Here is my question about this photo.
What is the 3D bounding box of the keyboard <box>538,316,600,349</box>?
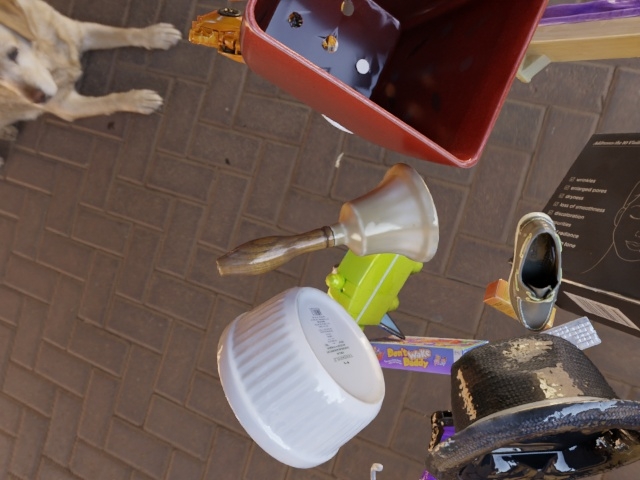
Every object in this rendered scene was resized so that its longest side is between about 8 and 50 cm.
[{"bbox_3d":[0.528,0.261,1.169,0.256,0.014,0.072,-30,88,26],"label":"keyboard"}]

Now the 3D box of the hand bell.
[{"bbox_3d":[0.000,0.000,0.562,0.242,0.126,0.126,-17,77,-16],"label":"hand bell"}]

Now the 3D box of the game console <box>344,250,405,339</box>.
[{"bbox_3d":[0.183,0.180,1.681,0.173,0.293,0.250,-1,100,-7],"label":"game console"}]

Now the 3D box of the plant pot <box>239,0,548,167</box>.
[{"bbox_3d":[0.057,-0.256,0.554,0.267,0.235,0.267,26,87,-23],"label":"plant pot"}]

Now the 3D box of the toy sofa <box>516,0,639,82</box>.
[{"bbox_3d":[0.550,-0.425,0.956,0.362,0.150,0.177,22,97,49],"label":"toy sofa"}]

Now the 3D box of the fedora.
[{"bbox_3d":[0.288,0.227,0.664,0.334,0.334,0.153,-23,47,16],"label":"fedora"}]

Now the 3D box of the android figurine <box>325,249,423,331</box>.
[{"bbox_3d":[0.090,0.053,0.779,0.056,0.273,0.248,34,97,27],"label":"android figurine"}]

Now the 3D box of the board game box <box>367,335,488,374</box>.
[{"bbox_3d":[0.338,0.365,1.571,0.347,0.233,0.078,-4,84,36],"label":"board game box"}]

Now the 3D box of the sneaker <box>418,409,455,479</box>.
[{"bbox_3d":[0.307,0.488,1.163,0.293,0.102,0.146,-49,62,11],"label":"sneaker"}]

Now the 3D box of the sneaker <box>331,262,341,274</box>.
[{"bbox_3d":[0.085,0.220,1.863,0.090,0.270,0.145,0,45,-5],"label":"sneaker"}]

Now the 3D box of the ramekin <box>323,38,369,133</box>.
[{"bbox_3d":[0.119,-0.413,1.202,0.277,0.277,0.135,-12,46,18],"label":"ramekin"}]

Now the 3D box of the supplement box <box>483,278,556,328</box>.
[{"bbox_3d":[0.690,0.225,1.680,0.233,0.078,0.080,26,64,-6],"label":"supplement box"}]

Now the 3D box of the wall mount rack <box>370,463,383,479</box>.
[{"bbox_3d":[0.290,0.617,1.189,0.304,0.350,0.131,-19,68,61],"label":"wall mount rack"}]

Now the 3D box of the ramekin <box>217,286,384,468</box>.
[{"bbox_3d":[-0.014,0.154,0.595,0.109,0.207,0.207,-39,73,18],"label":"ramekin"}]

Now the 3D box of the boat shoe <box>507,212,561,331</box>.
[{"bbox_3d":[0.505,0.091,1.138,0.109,0.091,0.305,-3,112,13],"label":"boat shoe"}]

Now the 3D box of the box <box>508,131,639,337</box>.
[{"bbox_3d":[0.852,-0.013,1.251,0.297,0.480,0.472,35,87,-24],"label":"box"}]

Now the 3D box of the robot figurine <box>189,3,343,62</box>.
[{"bbox_3d":[-0.084,-0.395,0.864,0.291,0.085,0.211,12,133,0],"label":"robot figurine"}]
